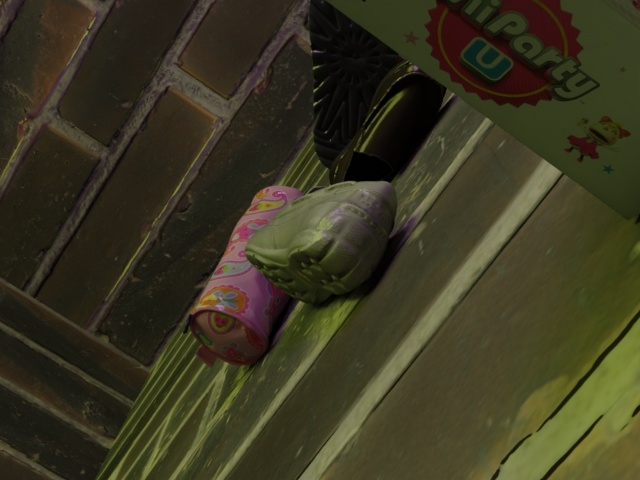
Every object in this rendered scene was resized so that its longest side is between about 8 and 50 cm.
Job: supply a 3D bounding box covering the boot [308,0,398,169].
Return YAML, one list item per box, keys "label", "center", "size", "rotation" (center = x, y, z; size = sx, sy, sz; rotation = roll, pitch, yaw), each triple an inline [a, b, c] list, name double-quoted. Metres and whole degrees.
- label: "boot"
  center: [0.063, -0.354, 1.442]
  size: [0.445, 0.146, 0.367]
  rotation: [-79, 1, -63]

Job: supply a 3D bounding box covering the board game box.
- label: "board game box"
  center: [0.139, -0.198, 0.479]
  size: [0.097, 0.224, 0.303]
  rotation: [-44, 14, 54]

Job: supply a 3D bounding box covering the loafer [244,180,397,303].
- label: "loafer"
  center: [0.000, 0.000, 1.006]
  size: [0.111, 0.112, 0.319]
  rotation: [-54, 14, -16]

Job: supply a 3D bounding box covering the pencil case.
- label: "pencil case"
  center: [-0.090, 0.047, 1.292]
  size: [0.124, 0.124, 0.284]
  rotation: [-49, 13, 46]

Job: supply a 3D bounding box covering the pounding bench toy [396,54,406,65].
- label: "pounding bench toy"
  center: [0.136, -0.344, 1.620]
  size: [0.065, 0.083, 0.052]
  rotation: [-58, 8, -17]

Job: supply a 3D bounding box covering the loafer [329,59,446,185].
- label: "loafer"
  center: [0.085, -0.121, 1.105]
  size: [0.220, 0.080, 0.078]
  rotation: [-58, 16, 32]
